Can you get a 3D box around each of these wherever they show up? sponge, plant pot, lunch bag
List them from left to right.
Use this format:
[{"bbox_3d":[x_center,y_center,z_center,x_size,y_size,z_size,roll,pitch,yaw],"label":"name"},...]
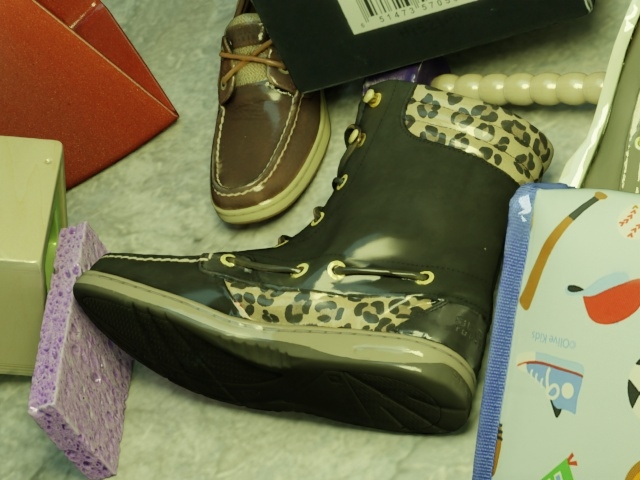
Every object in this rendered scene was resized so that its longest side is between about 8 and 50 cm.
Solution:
[{"bbox_3d":[-0.350,-0.176,1.968,0.236,0.267,0.267,-45,41,8],"label":"plant pot"},{"bbox_3d":[-0.207,0.097,1.708,0.031,0.117,0.210,-14,46,19],"label":"sponge"},{"bbox_3d":[0.269,0.172,1.221,0.328,0.239,0.385,11,93,38],"label":"lunch bag"}]

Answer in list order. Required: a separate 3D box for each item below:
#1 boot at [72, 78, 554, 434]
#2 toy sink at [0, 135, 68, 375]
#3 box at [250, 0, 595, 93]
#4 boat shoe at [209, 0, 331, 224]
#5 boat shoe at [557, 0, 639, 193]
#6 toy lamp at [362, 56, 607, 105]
[{"bbox_3d":[0.000,0.000,1.643,0.377,0.138,0.284,9,58,30],"label":"boot"},{"bbox_3d":[-0.302,0.035,1.797,0.131,0.234,0.153,5,48,-1],"label":"toy sink"},{"bbox_3d":[0.104,-0.358,1.805,0.293,0.212,0.395,-14,33,22],"label":"box"},{"bbox_3d":[-0.056,-0.171,1.854,0.123,0.123,0.342,-7,49,28],"label":"boat shoe"},{"bbox_3d":[0.273,-0.102,1.550,0.091,0.109,0.305,21,88,26],"label":"boat shoe"},{"bbox_3d":[0.164,-0.133,1.715,0.274,0.080,0.080,4,54,34],"label":"toy lamp"}]
